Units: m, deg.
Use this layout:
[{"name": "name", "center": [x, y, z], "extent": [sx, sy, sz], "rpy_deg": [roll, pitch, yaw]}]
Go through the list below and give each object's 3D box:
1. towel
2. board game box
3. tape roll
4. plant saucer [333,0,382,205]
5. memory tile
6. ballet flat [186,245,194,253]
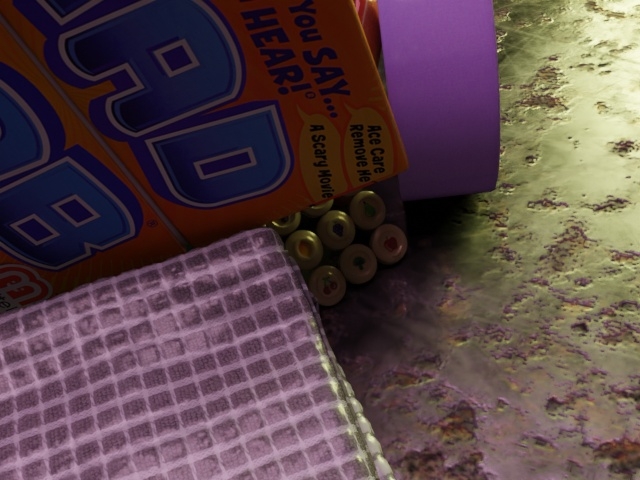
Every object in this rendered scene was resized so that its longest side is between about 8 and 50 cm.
[{"name": "towel", "center": [-0.110, 0.133, 0.525], "extent": [0.283, 0.121, 0.235], "rpy_deg": [-20, 54, -8]}, {"name": "board game box", "center": [-0.186, -0.222, 0.544], "extent": [0.356, 0.356, 0.356], "rpy_deg": [-20, 52, 8]}, {"name": "tape roll", "center": [0.104, -0.177, 0.707], "extent": [0.090, 0.275, 0.275], "rpy_deg": [-7, 43, 6]}, {"name": "plant saucer", "center": [-0.069, -0.185, 0.795], "extent": [0.259, 0.048, 0.258], "rpy_deg": [11, 72, 0]}, {"name": "memory tile", "center": [0.000, 0.000, 0.683], "extent": [0.148, 0.113, 0.012], "rpy_deg": [-33, 3, -19]}, {"name": "ballet flat", "center": [-0.214, -0.025, 0.747], "extent": [0.348, 0.123, 0.123], "rpy_deg": [-1, 44, 6]}]
